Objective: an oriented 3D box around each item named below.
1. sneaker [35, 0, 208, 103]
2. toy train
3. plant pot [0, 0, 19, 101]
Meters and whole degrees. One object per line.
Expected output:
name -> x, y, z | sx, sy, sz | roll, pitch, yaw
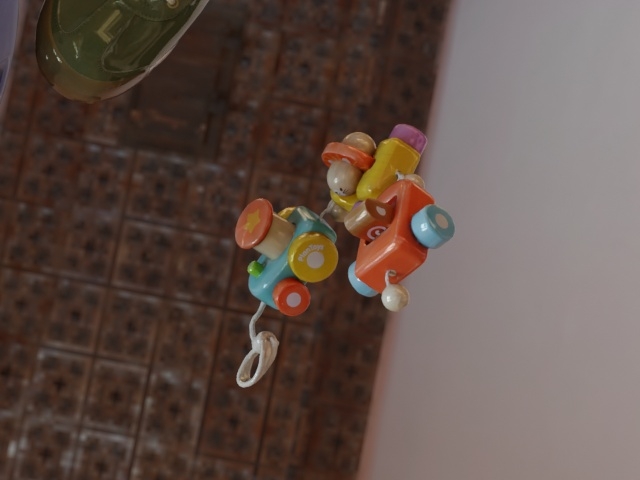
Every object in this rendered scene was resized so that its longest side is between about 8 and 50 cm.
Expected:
sneaker -> -0.055, -0.150, 0.674 | 0.064, 0.192, 0.086 | 39, 154, -7
toy train -> 0.000, 0.000, 0.749 | 0.046, 0.125, 0.166 | 34, 135, -20
plant pot -> -0.267, -0.132, 0.690 | 0.236, 0.212, 0.236 | 41, -146, 4
